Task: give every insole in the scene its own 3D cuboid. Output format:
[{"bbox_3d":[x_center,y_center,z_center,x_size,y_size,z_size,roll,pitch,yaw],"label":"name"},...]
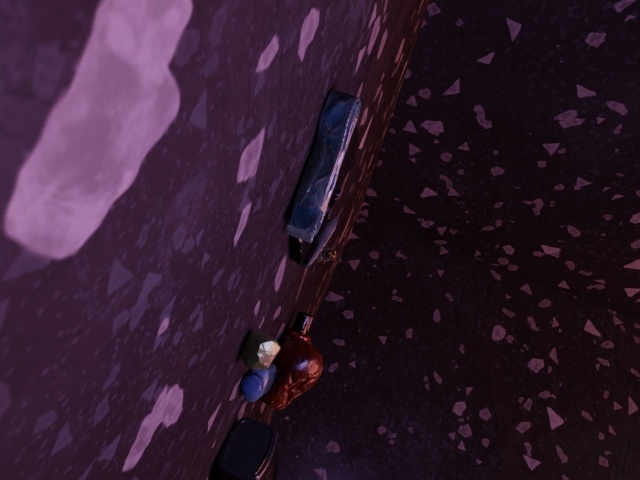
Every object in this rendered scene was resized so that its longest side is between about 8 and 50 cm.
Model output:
[{"bbox_3d":[-0.065,0.147,1.578,0.064,0.004,0.188,-53,163,-65],"label":"insole"}]

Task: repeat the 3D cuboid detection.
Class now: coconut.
[{"bbox_3d":[-0.137,0.246,0.953,0.082,0.081,0.083,-56,135,-19],"label":"coconut"}]

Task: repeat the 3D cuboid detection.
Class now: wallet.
[{"bbox_3d":[0.010,-0.113,1.125,0.197,0.051,0.377,96,18,-66],"label":"wallet"}]

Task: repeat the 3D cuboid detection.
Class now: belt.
[{"bbox_3d":[0.003,-0.144,0.853,0.087,0.072,0.302,-59,168,-80],"label":"belt"}]

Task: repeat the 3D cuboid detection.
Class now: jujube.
[{"bbox_3d":[-0.109,0.473,1.515,0.255,0.190,0.190,-55,170,-16],"label":"jujube"}]

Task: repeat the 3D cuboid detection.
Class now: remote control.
[{"bbox_3d":[0.000,0.000,1.473,0.229,0.044,0.073,-57,-174,-24],"label":"remote control"}]

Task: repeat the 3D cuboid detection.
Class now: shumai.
[{"bbox_3d":[0.023,0.056,1.680,0.082,0.081,0.083,108,5,-46],"label":"shumai"}]

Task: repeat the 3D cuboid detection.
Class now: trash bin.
[{"bbox_3d":[-0.226,0.700,1.302,0.209,0.183,0.290,-59,163,-53],"label":"trash bin"}]

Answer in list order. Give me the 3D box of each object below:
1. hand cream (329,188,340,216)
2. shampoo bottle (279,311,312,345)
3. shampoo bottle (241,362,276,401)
[{"bbox_3d":[0.029,-0.115,1.370,0.163,0.039,0.062,113,0,-58],"label":"hand cream"},{"bbox_3d":[-0.107,0.414,1.663,0.104,0.105,0.277,67,45,-82],"label":"shampoo bottle"},{"bbox_3d":[-0.176,0.402,1.219,0.258,0.061,0.103,84,28,-76],"label":"shampoo bottle"}]
